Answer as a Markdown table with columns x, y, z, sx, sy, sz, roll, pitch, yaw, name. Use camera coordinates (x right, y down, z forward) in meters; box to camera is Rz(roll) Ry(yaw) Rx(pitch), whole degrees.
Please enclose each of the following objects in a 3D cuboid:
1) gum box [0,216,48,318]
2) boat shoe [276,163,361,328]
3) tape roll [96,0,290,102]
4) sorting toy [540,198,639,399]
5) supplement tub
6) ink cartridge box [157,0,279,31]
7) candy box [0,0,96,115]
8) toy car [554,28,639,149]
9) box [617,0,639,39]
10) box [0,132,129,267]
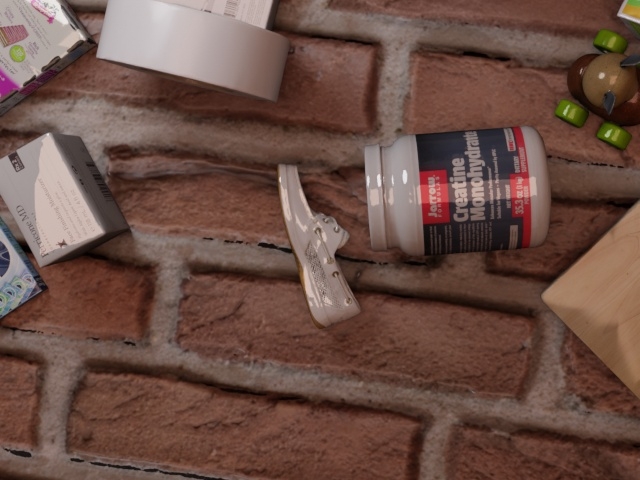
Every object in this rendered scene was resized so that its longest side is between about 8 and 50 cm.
| x | y | z | sx | sy | sz | roll | pitch | yaw | name |
| --- | --- | --- | --- | --- | --- | --- | --- | --- | --- |
| -0.572 | 0.047 | 1.909 | 0.157 | 0.041 | 0.184 | -33 | 92 | 5 | gum box |
| 0.000 | 0.000 | 1.846 | 0.096 | 0.098 | 0.277 | -16 | 102 | 4 | boat shoe |
| -0.191 | -0.289 | 1.743 | 0.286 | 0.286 | 0.100 | 13 | 94 | 3 | tape roll |
| 0.524 | 0.087 | 1.816 | 0.257 | 0.089 | 0.255 | -44 | 90 | 5 | sorting toy |
| 0.210 | -0.074 | 1.775 | 0.272 | 0.191 | 0.191 | -4 | 93 | 4 | supplement tub |
| -0.158 | -0.416 | 1.832 | 0.190 | 0.082 | 0.139 | 16 | 94 | 4 | ink cartridge box |
| -0.508 | -0.318 | 1.867 | 0.233 | 0.071 | 0.159 | -35 | 91 | 6 | candy box |
| 0.457 | -0.234 | 1.750 | 0.149 | 0.188 | 0.155 | 28 | 95 | 2 | toy car |
| 0.573 | -0.334 | 1.730 | 0.203 | 0.114 | 0.103 | 31 | 96 | 33 | box |
| -0.412 | -0.065 | 1.821 | 0.119 | 0.182 | 0.181 | -29 | 92 | 5 | box |
